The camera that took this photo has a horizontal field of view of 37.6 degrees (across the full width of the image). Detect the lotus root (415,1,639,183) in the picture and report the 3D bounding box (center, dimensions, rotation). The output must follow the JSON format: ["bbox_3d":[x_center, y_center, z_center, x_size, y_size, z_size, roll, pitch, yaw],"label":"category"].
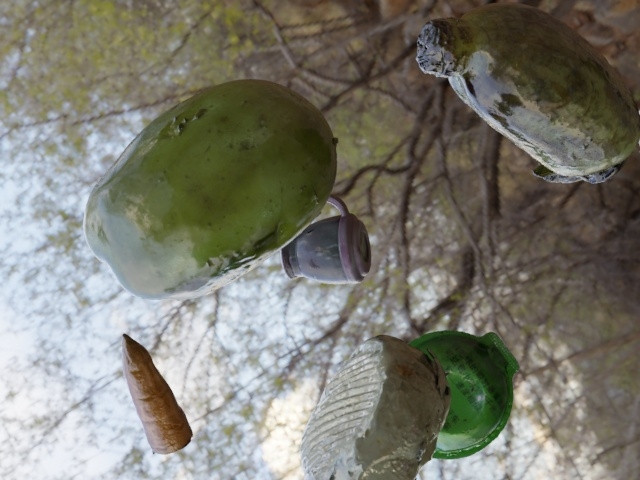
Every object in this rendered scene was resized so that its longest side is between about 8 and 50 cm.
[{"bbox_3d":[0.241,-0.173,1.061,0.309,0.173,0.173,26,-148,-33],"label":"lotus root"}]

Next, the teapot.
[{"bbox_3d":[-0.001,0.008,1.540,0.116,0.146,0.148,-80,-24,-46],"label":"teapot"}]

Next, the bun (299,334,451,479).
[{"bbox_3d":[0.076,0.239,1.214,0.141,0.239,0.239,34,-157,-17],"label":"bun"}]

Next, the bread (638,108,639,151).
[{"bbox_3d":[0.599,-0.174,1.419,0.110,0.210,0.192,-27,-103,-31],"label":"bread"}]

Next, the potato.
[{"bbox_3d":[-0.124,-0.059,1.096,0.216,0.304,0.216,47,178,2],"label":"potato"}]

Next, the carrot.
[{"bbox_3d":[-0.258,0.224,1.421,0.072,0.072,0.205,-83,-22,-66],"label":"carrot"}]

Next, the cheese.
[{"bbox_3d":[0.158,0.262,1.436,0.204,0.320,0.083,52,-176,-4],"label":"cheese"}]
